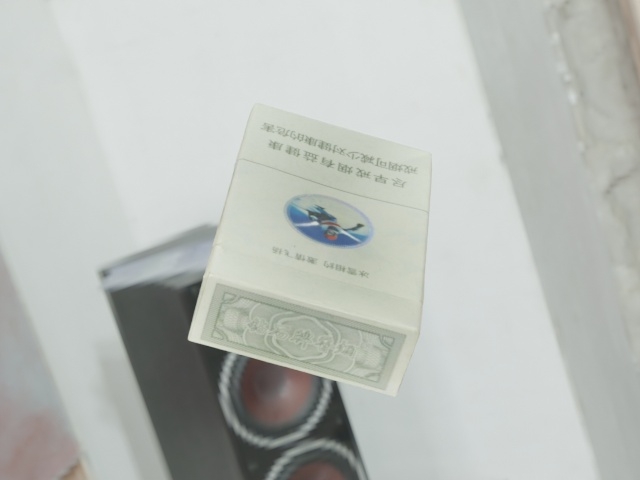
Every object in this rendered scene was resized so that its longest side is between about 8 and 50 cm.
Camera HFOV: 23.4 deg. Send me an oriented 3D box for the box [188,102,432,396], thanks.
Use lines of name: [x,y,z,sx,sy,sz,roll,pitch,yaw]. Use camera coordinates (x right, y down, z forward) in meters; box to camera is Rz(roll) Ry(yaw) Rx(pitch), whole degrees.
box: [0.000,0.000,1.228,0.164,0.069,0.256,16,35,-4]
